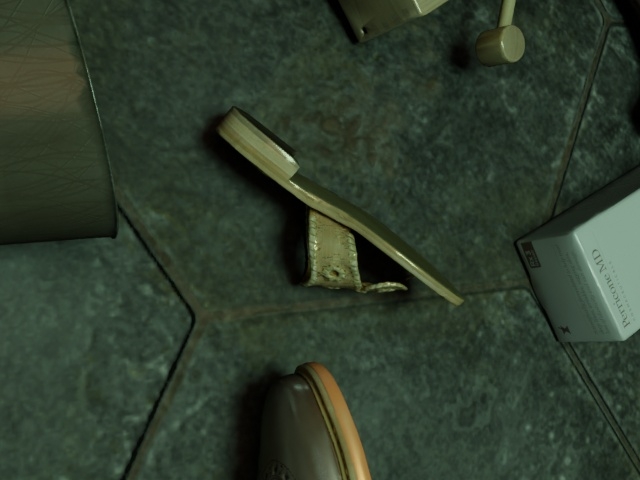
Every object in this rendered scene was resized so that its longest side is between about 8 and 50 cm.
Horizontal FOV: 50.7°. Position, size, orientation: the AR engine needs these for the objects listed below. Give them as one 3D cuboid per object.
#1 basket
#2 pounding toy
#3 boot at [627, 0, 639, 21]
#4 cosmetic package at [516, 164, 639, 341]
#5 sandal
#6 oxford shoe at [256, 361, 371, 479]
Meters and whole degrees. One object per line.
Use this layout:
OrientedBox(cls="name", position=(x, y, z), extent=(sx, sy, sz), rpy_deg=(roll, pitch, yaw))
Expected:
OrientedBox(cls="basket", position=(-0.255, -0.071, 0.381), extent=(0.227, 0.154, 0.204), rpy_deg=(-17, 89, -23))
OrientedBox(cls="pounding toy", position=(0.104, -0.245, 0.613), extent=(0.181, 0.094, 0.206), rpy_deg=(-39, 110, -30))
OrientedBox(cls="boot", position=(0.372, -0.259, 0.761), extent=(0.207, 0.090, 0.248), rpy_deg=(37, 70, -4))
OrientedBox(cls="cosmetic package", position=(0.321, 0.000, 0.685), extent=(0.231, 0.085, 0.117), rpy_deg=(-29, 96, -27))
OrientedBox(cls="sandal", position=(0.000, -0.001, 0.547), extent=(0.240, 0.088, 0.079), rpy_deg=(39, 100, -9))
OrientedBox(cls="oxford shoe", position=(-0.037, 0.265, 0.453), extent=(0.132, 0.130, 0.364), rpy_deg=(4, 80, -18))
